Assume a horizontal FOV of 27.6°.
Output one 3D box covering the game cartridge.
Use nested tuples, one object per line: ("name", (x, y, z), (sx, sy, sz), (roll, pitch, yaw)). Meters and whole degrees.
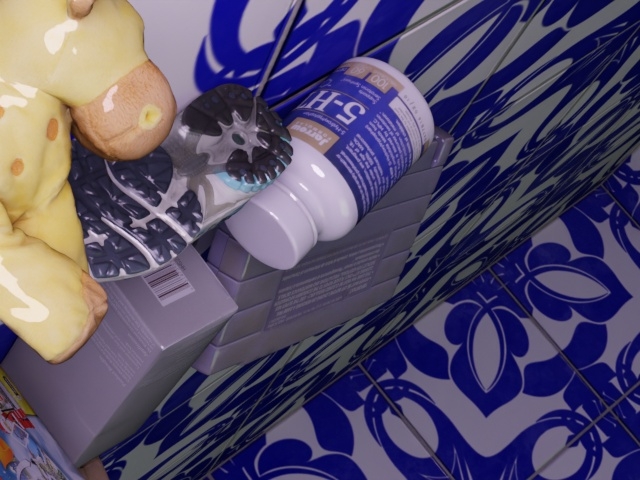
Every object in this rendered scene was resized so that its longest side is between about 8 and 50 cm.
("game cartridge", (0.000, 0.000, 1.368), (0.355, 0.068, 0.230), (-17, 137, -55))

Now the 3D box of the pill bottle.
("pill bottle", (0.004, -0.065, 1.137), (0.186, 0.112, 0.112), (-47, 174, -29))

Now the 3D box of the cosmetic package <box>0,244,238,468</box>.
("cosmetic package", (-0.190, 0.094, 1.173), (0.107, 0.127, 0.238), (-28, 166, -43))

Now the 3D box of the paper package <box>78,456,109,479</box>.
("paper package", (-0.401, 0.355, 1.296), (0.325, 0.168, 0.309), (-34, 171, 26))

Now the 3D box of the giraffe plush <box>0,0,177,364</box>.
("giraffe plush", (-0.152, -0.064, 0.671), (0.170, 0.181, 0.210), (-48, 136, -11))

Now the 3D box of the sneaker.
("sneaker", (-0.137, -0.015, 0.966), (0.283, 0.110, 0.122), (-27, 167, -47))

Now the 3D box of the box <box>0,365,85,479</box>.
("box", (-0.260, 0.202, 1.085), (0.044, 0.233, 0.159), (-41, 169, 10))
